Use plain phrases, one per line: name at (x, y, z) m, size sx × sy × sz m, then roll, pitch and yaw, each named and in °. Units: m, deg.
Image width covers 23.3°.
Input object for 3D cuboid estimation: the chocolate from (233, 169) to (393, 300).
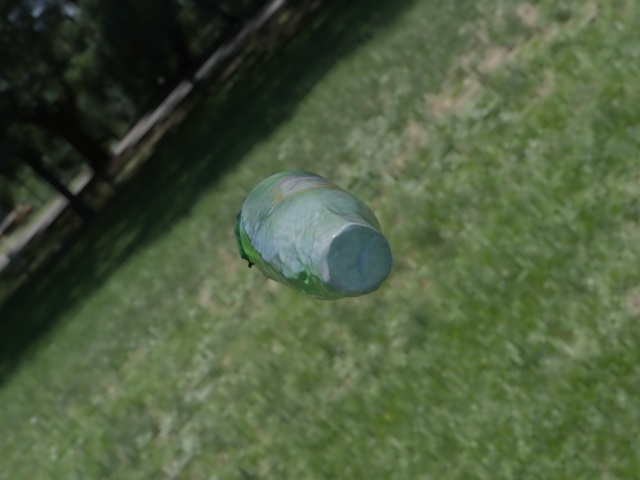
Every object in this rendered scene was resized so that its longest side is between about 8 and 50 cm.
chocolate at (0.000, 0.000, 1.241) m, size 0.110 × 0.110 × 0.291 m, roll -48°, pitch 11°, yaw -3°
